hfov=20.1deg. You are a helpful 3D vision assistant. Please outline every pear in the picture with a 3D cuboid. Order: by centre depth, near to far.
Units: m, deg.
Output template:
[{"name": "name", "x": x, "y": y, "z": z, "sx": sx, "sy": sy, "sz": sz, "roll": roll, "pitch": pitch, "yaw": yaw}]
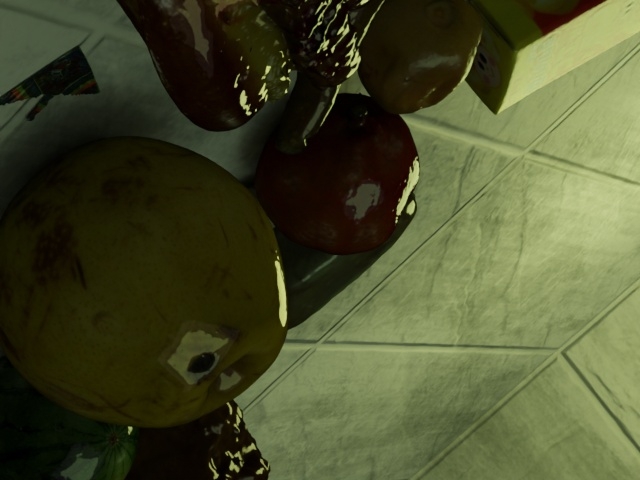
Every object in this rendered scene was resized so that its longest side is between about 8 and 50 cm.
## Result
[{"name": "pear", "x": -0.167, "y": 0.041, "z": 1.649, "sx": 0.280, "sy": 0.281, "sz": 0.281, "roll": -32, "pitch": 160, "yaw": -13}]

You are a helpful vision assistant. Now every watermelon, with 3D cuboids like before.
[{"name": "watermelon", "x": -0.296, "y": 0.201, "z": 1.917, "sx": 0.214, "sy": 0.188, "sz": 0.188, "roll": 0, "pitch": -176, "yaw": 36}]

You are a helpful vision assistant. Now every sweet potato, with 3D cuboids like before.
[{"name": "sweet potato", "x": 0.043, "y": -0.225, "z": 1.629, "sx": 0.079, "sy": 0.108, "sz": 0.346, "roll": 7, "pitch": 134, "yaw": -46}]

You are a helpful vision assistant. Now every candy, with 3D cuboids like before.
[{"name": "candy", "x": 0.285, "y": -0.262, "z": 1.979, "sx": 0.276, "sy": 0.088, "sz": 0.146, "roll": -29, "pitch": 160, "yaw": -18}, {"name": "candy", "x": 0.000, "y": 0.000, "z": 2.058, "sx": 0.234, "sy": 0.104, "sz": 0.102, "roll": -39, "pitch": 161, "yaw": 4}]

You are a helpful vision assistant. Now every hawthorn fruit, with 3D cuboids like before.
[{"name": "hawthorn fruit", "x": 0.019, "y": -0.074, "z": 1.854, "sx": 0.169, "sy": 0.169, "sz": 0.188, "roll": -29, "pitch": 162, "yaw": -20}]

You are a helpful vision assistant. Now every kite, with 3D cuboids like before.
[{"name": "kite", "x": -0.224, "y": -0.133, "z": 1.540, "sx": 0.122, "sy": 0.004, "sz": 0.090, "roll": -8, "pitch": 145, "yaw": -53}]

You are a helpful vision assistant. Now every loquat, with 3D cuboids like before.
[{"name": "loquat", "x": 0.096, "y": -0.187, "z": 1.794, "sx": 0.137, "sy": 0.113, "sz": 0.137, "roll": -40, "pitch": 161, "yaw": -16}]

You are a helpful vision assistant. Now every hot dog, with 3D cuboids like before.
[{"name": "hot dog", "x": -0.070, "y": -0.215, "z": 1.290, "sx": 0.185, "sy": 0.223, "sz": 0.405, "roll": -33, "pitch": 158, "yaw": 1}]

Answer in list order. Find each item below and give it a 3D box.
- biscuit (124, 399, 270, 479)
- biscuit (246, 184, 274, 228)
[{"name": "biscuit", "x": -0.226, "y": 0.313, "z": 2.180, "sx": 0.342, "sy": 0.166, "sz": 0.395, "roll": -31, "pitch": 176, "yaw": -3}, {"name": "biscuit", "x": -0.061, "y": -0.035, "z": 1.949, "sx": 0.219, "sy": 0.055, "sz": 0.061, "roll": -24, "pitch": 137, "yaw": -28}]
